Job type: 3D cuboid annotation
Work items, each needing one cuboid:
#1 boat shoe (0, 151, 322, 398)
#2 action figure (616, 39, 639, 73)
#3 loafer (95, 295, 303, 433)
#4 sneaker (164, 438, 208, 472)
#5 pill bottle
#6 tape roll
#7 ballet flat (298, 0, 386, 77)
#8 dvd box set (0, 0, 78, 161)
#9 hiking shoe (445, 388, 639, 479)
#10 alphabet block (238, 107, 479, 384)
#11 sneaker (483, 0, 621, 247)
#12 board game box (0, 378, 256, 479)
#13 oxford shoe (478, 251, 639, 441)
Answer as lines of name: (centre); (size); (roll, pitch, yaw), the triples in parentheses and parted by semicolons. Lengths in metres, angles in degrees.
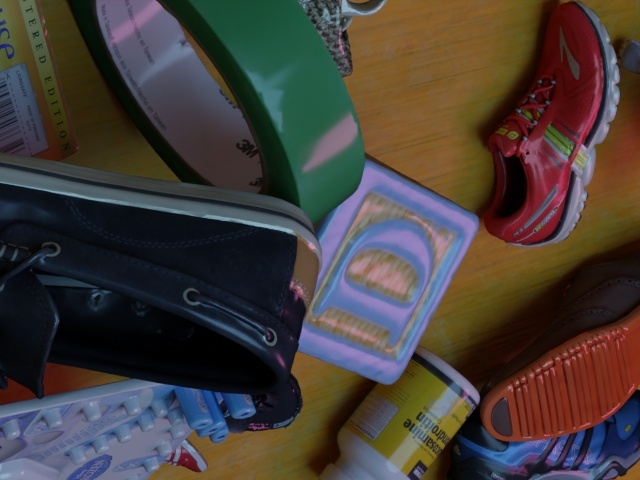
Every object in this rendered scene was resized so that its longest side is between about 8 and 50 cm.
boat shoe: (-0.244, 0.035, 1.526); (0.500, 0.156, 0.187); (6, 152, -11)
action figure: (0.494, -0.151, 2.165); (0.248, 0.275, 0.370); (35, 74, -49)
loafer: (-0.116, 0.136, 1.924); (0.302, 0.095, 0.109); (32, 90, -43)
sneaker: (-0.169, 0.218, 1.959); (0.067, 0.042, 0.118); (-52, 125, -11)
pill bottle: (0.083, 0.212, 2.115); (0.184, 0.103, 0.103); (-51, 133, -6)
tape roll: (-0.094, -0.147, 1.647); (0.077, 0.321, 0.321); (-38, 130, -20)
ballet flat: (0.047, -0.373, 1.745); (0.182, 0.164, 0.483); (16, 106, -3)
dvd box set: (-0.422, -0.126, 1.577); (0.420, 0.062, 0.308); (-29, 126, -24)
hiking shoe: (0.284, 0.222, 2.271); (0.304, 0.113, 0.132); (-18, 122, -31)
alphabet block: (0.000, 0.000, 1.881); (0.192, 0.197, 0.193); (26, 94, -44)
sneaker: (0.241, -0.122, 2.080); (0.118, 0.107, 0.279); (0, 109, -28)
board game box: (-0.294, 0.242, 1.709); (0.390, 0.050, 0.390); (-9, 156, -36)
oxford shoe: (0.314, 0.113, 2.232); (0.363, 0.133, 0.130); (-27, 130, -23)
